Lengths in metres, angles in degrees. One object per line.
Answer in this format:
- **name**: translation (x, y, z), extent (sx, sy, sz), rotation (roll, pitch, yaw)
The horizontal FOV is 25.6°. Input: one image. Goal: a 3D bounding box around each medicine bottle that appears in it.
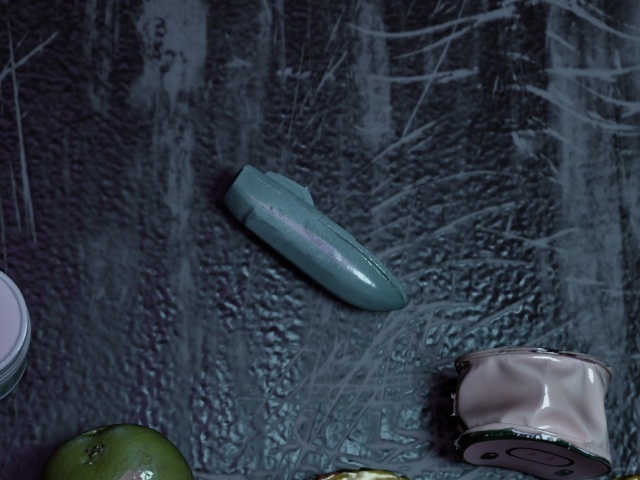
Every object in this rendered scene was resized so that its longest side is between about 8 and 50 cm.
- **medicine bottle**: translation (-0.378, 0.106, 1.515), extent (0.133, 0.250, 0.133), rotation (3, 77, -14)

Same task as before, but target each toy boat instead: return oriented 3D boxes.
- **toy boat**: translation (0.000, 0.000, 1.720), extent (0.260, 0.078, 0.085), rotation (37, 49, 0)

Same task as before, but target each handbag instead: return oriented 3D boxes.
- **handbag**: translation (0.253, 0.207, 1.679), extent (0.205, 0.179, 0.116), rotation (13, 67, -16)

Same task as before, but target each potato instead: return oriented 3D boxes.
- **potato**: translation (-0.217, 0.329, 1.552), extent (0.174, 0.159, 0.251), rotation (-12, 89, 9)

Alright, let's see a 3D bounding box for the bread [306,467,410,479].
- **bread**: translation (0.047, 0.387, 1.604), extent (0.274, 0.149, 0.274), rotation (2, 73, -7)

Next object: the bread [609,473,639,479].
- **bread**: translation (0.384, 0.355, 1.737), extent (0.074, 0.053, 0.132), rotation (-23, 83, -21)
